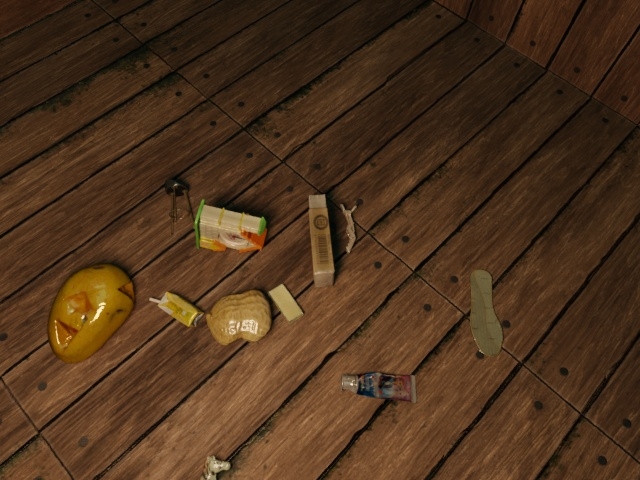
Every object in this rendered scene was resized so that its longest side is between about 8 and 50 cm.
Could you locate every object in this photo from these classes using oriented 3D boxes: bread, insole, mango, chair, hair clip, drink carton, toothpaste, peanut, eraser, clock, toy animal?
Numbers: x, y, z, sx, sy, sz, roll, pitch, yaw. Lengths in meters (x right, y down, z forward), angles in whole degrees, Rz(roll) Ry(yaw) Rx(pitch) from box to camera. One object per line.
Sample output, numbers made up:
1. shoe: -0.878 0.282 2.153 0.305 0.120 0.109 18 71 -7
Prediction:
1. bread: -0.130 0.235 1.892 0.068 0.028 0.153 -32 67 -18
2. insole: 0.618 0.267 1.912 0.119 0.009 0.348 4 62 1
3. mango: -0.809 0.253 1.785 0.253 0.182 0.364 19 74 5
4. chair: -0.568 -0.141 2.047 0.095 0.104 0.221 -1 63 -32
5. hair clip: 0.124 -0.049 2.050 0.072 0.034 0.225 -3 63 -5
6. drink carton: -0.528 0.237 1.847 0.200 0.084 0.074 31 88 13
7. toothpaste: 0.202 0.502 1.752 0.266 0.061 0.096 6 61 -6
8. peanut: -0.292 0.276 1.818 0.233 0.110 0.196 -8 62 -8
9. eraser: 0.000 0.000 1.957 0.078 0.144 0.343 -4 63 -2
10. clock: -0.337 -0.033 1.928 0.255 0.219 0.106 13 63 -4
11. toy animal: -0.343 0.809 1.549 0.170 0.089 0.255 33 57 7
